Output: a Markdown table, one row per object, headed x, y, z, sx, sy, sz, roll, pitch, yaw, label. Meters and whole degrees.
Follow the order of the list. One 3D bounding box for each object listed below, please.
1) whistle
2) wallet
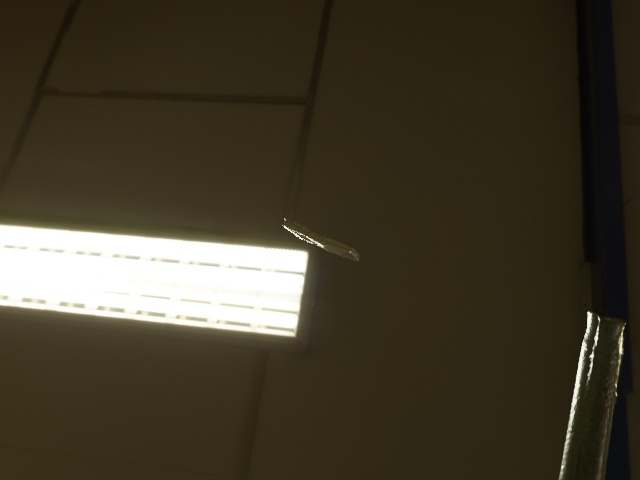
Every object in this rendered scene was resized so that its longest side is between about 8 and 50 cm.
| x | y | z | sx | sy | sz | roll | pitch | yaw | label |
| --- | --- | --- | --- | --- | --- | --- | --- | --- | --- |
| 0.380 | 0.263 | 0.877 | 0.068 | 0.057 | 0.326 | 9 | -89 | -31 | whistle |
| 0.000 | 0.000 | 0.656 | 0.083 | 0.044 | 0.011 | 24 | -96 | 18 | wallet |
